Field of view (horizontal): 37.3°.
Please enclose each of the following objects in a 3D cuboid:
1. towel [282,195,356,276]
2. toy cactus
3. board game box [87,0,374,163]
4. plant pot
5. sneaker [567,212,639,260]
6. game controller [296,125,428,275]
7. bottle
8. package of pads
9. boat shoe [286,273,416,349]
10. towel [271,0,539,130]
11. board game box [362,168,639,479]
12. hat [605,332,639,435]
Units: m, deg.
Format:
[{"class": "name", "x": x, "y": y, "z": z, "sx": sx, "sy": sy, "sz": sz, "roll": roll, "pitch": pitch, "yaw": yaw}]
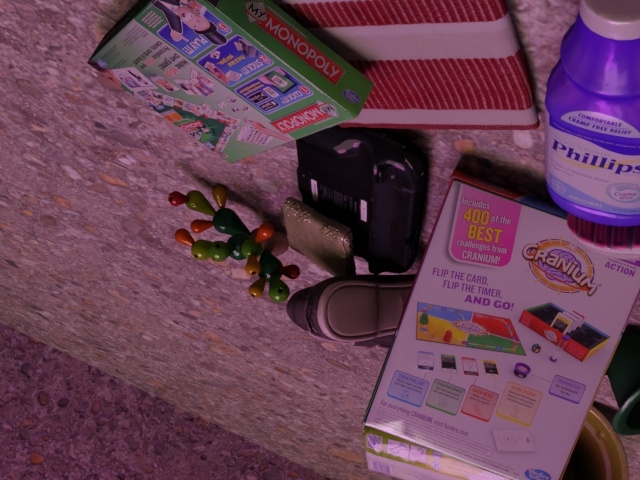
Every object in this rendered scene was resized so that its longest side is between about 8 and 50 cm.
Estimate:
[{"class": "towel", "x": 0.000, "y": 0.000, "z": 1.257, "sx": 0.110, "sy": 0.027, "sz": 0.148, "roll": 31, "pitch": 161, "yaw": 19}, {"class": "toy cactus", "x": -0.101, "y": -0.003, "z": 1.349, "sx": 0.219, "sy": 0.112, "sz": 0.180, "roll": 34, "pitch": -163, "yaw": 22}, {"class": "board game box", "x": -0.110, "y": -0.179, "z": 1.008, "sx": 0.213, "sy": 0.046, "sz": 0.317, "roll": 34, "pitch": 161, "yaw": -22}, {"class": "plant pot", "x": 0.374, "y": 0.410, "z": 1.668, "sx": 0.276, "sy": 0.276, "sz": 0.254, "roll": 18, "pitch": 167, "yaw": 10}, {"class": "sneaker", "x": 0.373, "y": -0.005, "z": 0.950, "sx": 0.252, "sy": 0.103, "sz": 0.111, "roll": 7, "pitch": 154, "yaw": 38}, {"class": "game controller", "x": 0.048, "y": -0.055, "z": 1.195, "sx": 0.166, "sy": 0.067, "sz": 0.319, "roll": 31, "pitch": 158, "yaw": 16}, {"class": "bottle", "x": 0.256, "y": -0.118, "z": 0.823, "sx": 0.118, "sy": 0.092, "sz": 0.283, "roll": 17, "pitch": 156, "yaw": 21}, {"class": "package of pads", "x": 0.221, "y": 0.234, "z": 1.349, "sx": 0.229, "sy": 0.296, "sz": 0.101, "roll": 11, "pitch": 126, "yaw": 24}, {"class": "boat shoe", "x": 0.105, "y": 0.097, "z": 1.307, "sx": 0.335, "sy": 0.112, "sz": 0.095, "roll": 8, "pitch": 177, "yaw": -37}, {"class": "towel", "x": 0.060, "y": -0.210, "z": 0.875, "sx": 0.237, "sy": 0.037, "sz": 0.329, "roll": 6, "pitch": 153, "yaw": 28}, {"class": "board game box", "x": 0.213, "y": 0.107, "z": 1.096, "sx": 0.242, "sy": 0.317, "sz": 0.064, "roll": 20, "pitch": -165, "yaw": 5}, {"class": "hat", "x": 0.419, "y": 0.146, "z": 1.311, "sx": 0.208, "sy": 0.173, "sz": 0.184, "roll": 18, "pitch": -151, "yaw": -46}]
